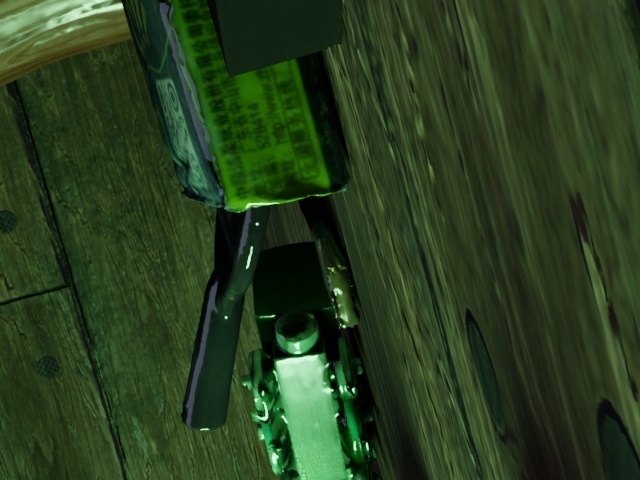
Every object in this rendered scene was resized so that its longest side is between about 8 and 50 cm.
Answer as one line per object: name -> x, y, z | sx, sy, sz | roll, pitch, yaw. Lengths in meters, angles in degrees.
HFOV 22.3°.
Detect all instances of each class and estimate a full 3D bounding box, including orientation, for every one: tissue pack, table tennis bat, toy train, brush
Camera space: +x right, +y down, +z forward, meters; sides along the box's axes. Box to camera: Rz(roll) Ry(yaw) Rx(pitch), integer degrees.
tissue pack -> -0.059, -0.133, 0.756 | 0.173, 0.073, 0.236 | -160, 54, -78
table tennis bat -> -0.049, -0.002, 0.946 | 0.150, 0.027, 0.236 | -117, 37, -73
toy train -> -0.006, 0.095, 0.992 | 0.105, 0.071, 0.178 | -98, -2, -47
brush -> 0.000, 0.000, 0.932 | 0.170, 0.014, 0.043 | -113, 9, -68

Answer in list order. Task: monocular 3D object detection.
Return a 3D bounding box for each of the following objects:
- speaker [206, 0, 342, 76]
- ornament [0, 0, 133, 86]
speaker -> -0.025, -0.132, 0.507 | 0.218, 0.044, 0.082 | 88, 166, -73
ornament -> -0.158, -0.187, 0.922 | 0.235, 0.217, 0.221 | -111, 7, -51
